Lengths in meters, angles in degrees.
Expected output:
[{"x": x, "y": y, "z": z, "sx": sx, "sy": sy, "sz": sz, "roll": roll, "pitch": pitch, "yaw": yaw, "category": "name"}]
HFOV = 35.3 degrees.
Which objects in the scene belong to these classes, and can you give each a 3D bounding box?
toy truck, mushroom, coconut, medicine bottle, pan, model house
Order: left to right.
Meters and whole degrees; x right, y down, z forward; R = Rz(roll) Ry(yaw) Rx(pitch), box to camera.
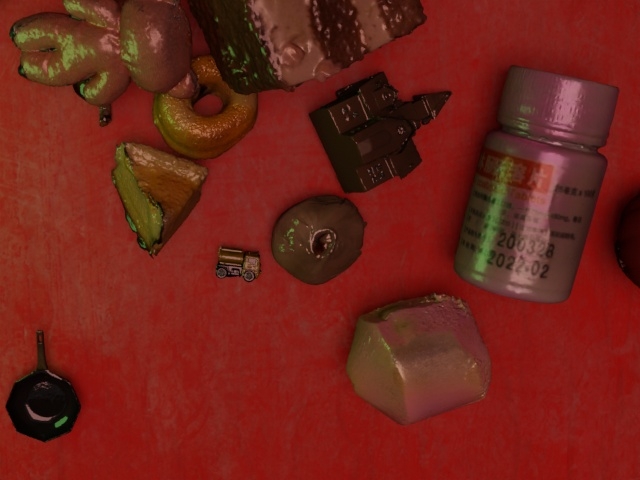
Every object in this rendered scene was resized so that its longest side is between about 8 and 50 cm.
[{"x": -0.492, "y": 0.266, "z": 1.842, "sx": 0.128, "sy": 0.048, "sz": 0.202, "roll": 23, "pitch": 101, "yaw": -12, "category": "pan"}, {"x": -0.380, "y": -0.258, "z": 1.722, "sx": 0.088, "sy": 0.073, "sz": 0.130, "roll": -8, "pitch": 104, "yaw": 0, "category": "mushroom"}, {"x": -0.147, "y": 0.043, "z": 1.830, "sx": 0.083, "sy": 0.049, "sz": 0.054, "roll": 8, "pitch": 101, "yaw": -7, "category": "toy truck"}, {"x": 0.138, "y": -0.209, "z": 1.762, "sx": 0.248, "sy": 0.176, "sz": 0.181, "roll": -30, "pitch": 104, "yaw": -16, "category": "model house"}, {"x": 0.166, "y": 0.217, "z": 1.826, "sx": 0.245, "sy": 0.233, "sz": 0.233, "roll": -13, "pitch": 104, "yaw": -11, "category": "coconut"}, {"x": 0.381, "y": -0.100, "z": 1.769, "sx": 0.219, "sy": 0.219, "sz": 0.389, "roll": 11, "pitch": 102, "yaw": -9, "category": "medicine bottle"}]

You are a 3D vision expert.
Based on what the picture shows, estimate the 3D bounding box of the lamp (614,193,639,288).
[{"x": 0.638, "y": 0.009, "z": 1.834, "sx": 0.226, "sy": 0.227, "sz": 0.227, "roll": -1, "pitch": 103, "yaw": -6, "category": "lamp"}]

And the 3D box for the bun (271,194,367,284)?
[{"x": 0.000, "y": 0.000, "z": 1.802, "sx": 0.166, "sy": 0.113, "sz": 0.173, "roll": 30, "pitch": 100, "yaw": -12, "category": "bun"}]

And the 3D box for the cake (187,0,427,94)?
[{"x": -0.037, "y": -0.399, "z": 1.604, "sx": 0.290, "sy": 0.255, "sz": 0.282, "roll": -28, "pitch": 106, "yaw": -24, "category": "cake"}]

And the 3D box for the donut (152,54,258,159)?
[{"x": -0.193, "y": -0.235, "z": 1.720, "sx": 0.190, "sy": 0.074, "sz": 0.174, "roll": -22, "pitch": 83, "yaw": -14, "category": "donut"}]

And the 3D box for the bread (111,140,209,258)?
[{"x": -0.294, "y": -0.067, "z": 1.722, "sx": 0.169, "sy": 0.160, "sz": 0.140, "roll": 20, "pitch": 142, "yaw": -10, "category": "bread"}]

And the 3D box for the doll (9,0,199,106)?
[{"x": -0.347, "y": -0.329, "z": 1.647, "sx": 0.303, "sy": 0.156, "sz": 0.201, "roll": 1, "pitch": 121, "yaw": 12, "category": "doll"}]
